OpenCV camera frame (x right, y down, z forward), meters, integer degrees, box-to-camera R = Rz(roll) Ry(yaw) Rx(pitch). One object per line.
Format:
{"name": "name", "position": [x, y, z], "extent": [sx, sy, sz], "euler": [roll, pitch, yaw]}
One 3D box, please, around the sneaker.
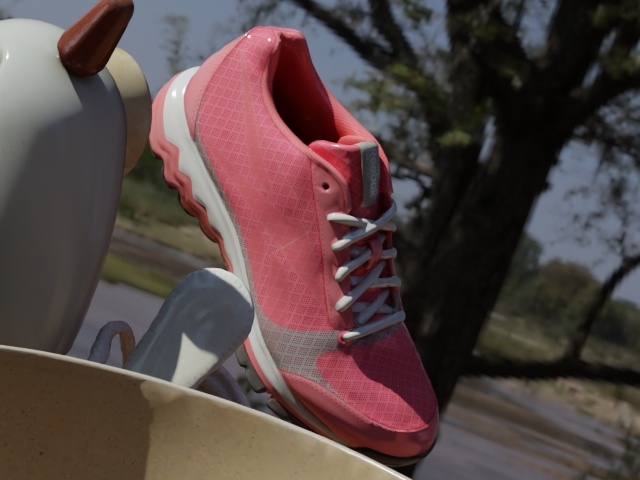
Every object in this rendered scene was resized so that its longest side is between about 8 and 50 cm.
{"name": "sneaker", "position": [-0.001, 0.000, 0.881], "extent": [0.116, 0.313, 0.136], "euler": [-20, -13, -48]}

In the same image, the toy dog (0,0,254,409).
{"name": "toy dog", "position": [-0.122, 0.009, 0.688], "extent": [0.161, 0.333, 0.220], "euler": [-26, 3, 42]}

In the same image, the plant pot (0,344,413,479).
{"name": "plant pot", "position": [-0.076, 0.174, 0.493], "extent": [0.284, 0.190, 0.284], "euler": [19, 4, -1]}
